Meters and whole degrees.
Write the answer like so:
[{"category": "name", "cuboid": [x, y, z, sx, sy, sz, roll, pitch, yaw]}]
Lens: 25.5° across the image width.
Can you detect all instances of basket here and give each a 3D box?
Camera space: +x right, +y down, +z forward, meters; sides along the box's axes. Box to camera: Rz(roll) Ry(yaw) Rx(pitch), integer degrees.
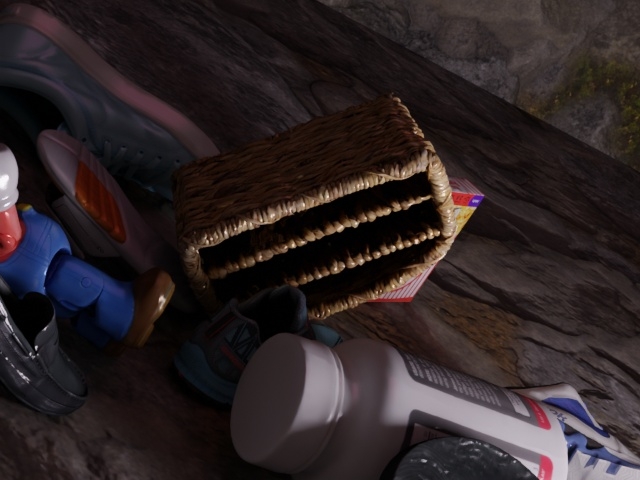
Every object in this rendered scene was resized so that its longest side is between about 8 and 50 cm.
[{"category": "basket", "cuboid": [0.000, 0.000, 1.583, 0.223, 0.299, 0.213, -112, -177, -65]}]

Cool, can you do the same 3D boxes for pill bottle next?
[{"category": "pill bottle", "cuboid": [0.077, 0.200, 1.419, 0.318, 0.176, 0.176, 23, 23, -29]}]

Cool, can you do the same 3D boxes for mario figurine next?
[{"category": "mario figurine", "cuboid": [-0.291, -0.021, 1.362, 0.320, 0.198, 0.170, 31, 32, -20]}]

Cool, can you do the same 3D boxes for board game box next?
[{"category": "board game box", "cuboid": [0.122, -0.003, 1.931, 0.045, 0.193, 0.147, 45, 24, 28]}]

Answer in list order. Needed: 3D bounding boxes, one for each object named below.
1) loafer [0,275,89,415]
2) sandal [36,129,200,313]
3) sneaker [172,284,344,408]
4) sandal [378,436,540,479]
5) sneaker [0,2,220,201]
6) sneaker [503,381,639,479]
[{"category": "loafer", "cuboid": [-0.259, 0.084, 1.227, 0.223, 0.078, 0.076, 52, 9, -49]}, {"category": "sandal", "cuboid": [-0.240, -0.003, 1.574, 0.265, 0.076, 0.102, 50, 19, -17]}, {"category": "sneaker", "cuboid": [-0.036, 0.110, 1.529, 0.104, 0.125, 0.262, 43, 22, 24]}, {"category": "sandal", "cuboid": [0.243, 0.320, 1.323, 0.446, 0.107, 0.167, 38, 51, -18]}, {"category": "sneaker", "cuboid": [-0.280, -0.124, 1.759, 0.366, 0.135, 0.150, 37, 57, -18]}, {"category": "sneaker", "cuboid": [0.326, 0.262, 1.729, 0.315, 0.127, 0.182, 31, 22, -3]}]
